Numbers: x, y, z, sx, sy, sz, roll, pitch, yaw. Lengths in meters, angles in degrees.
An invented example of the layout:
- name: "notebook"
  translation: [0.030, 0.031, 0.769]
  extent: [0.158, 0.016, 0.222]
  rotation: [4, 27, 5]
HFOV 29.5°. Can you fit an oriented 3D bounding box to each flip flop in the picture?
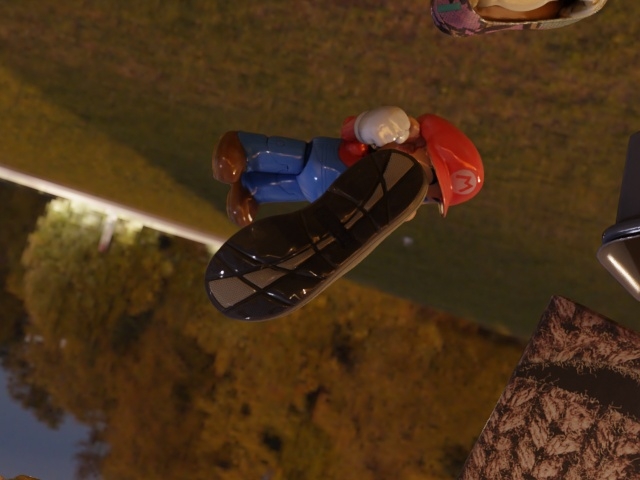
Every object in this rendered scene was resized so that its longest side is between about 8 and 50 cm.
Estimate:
- name: "flip flop"
  translation: [0.000, 0.000, 1.356]
  extent: [0.112, 0.277, 0.080]
  rotation: [52, 176, 18]

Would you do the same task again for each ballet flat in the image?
- name: "ballet flat"
  translation: [0.209, -0.232, 1.136]
  extent: [0.222, 0.076, 0.079]
  rotation: [-15, -164, -24]

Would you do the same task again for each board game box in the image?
- name: "board game box"
  translation: [0.195, 0.222, 0.810]
  extent: [0.232, 0.291, 0.141]
  rotation: [26, 174, 18]

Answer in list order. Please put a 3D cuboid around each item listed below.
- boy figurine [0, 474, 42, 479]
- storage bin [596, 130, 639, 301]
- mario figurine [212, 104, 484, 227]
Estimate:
- name: "boy figurine"
  translation: [-0.180, 0.241, 0.865]
  extent: [0.285, 0.092, 0.177]
  rotation: [10, -142, -45]
- name: "storage bin"
  translation: [0.234, -0.030, 0.709]
  extent: [0.135, 0.091, 0.098]
  rotation: [-16, 141, 37]
- name: "mario figurine"
  translation: [0.034, -0.066, 1.453]
  extent: [0.321, 0.170, 0.198]
  rotation: [-3, 176, 13]
